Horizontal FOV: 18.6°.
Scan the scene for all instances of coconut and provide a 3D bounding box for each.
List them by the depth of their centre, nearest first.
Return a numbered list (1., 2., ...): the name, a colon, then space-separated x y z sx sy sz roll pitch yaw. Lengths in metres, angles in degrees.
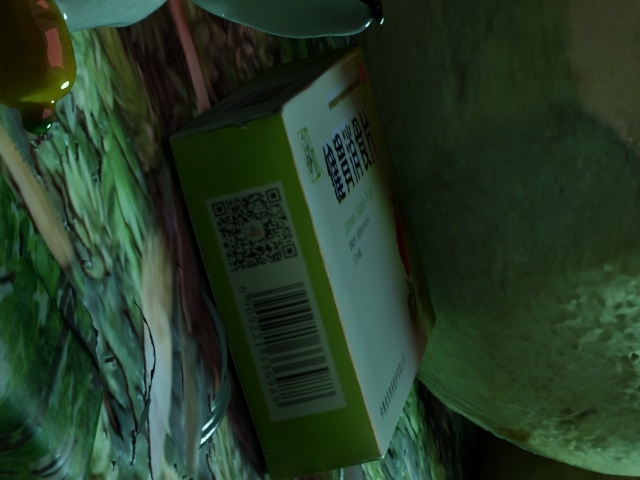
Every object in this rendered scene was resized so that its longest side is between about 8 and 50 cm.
1. coconut: 0.191 -0.063 1.295 0.415 0.344 0.415 -8 90 -79

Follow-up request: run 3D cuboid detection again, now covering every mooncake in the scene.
1. mooncake: -0.020 0.117 0.861 0.347 0.057 0.150 56 9 -74

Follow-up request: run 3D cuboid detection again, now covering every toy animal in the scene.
1. toy animal: -0.072 -0.116 0.719 0.182 0.127 0.131 50 20 -39

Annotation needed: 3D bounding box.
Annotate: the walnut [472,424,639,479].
1. walnut: 0.214 0.170 1.486 0.298 0.203 0.203 -81 154 -44

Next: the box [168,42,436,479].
1. box: 0.000 0.001 1.031 0.260 0.062 0.175 -51 126 -74

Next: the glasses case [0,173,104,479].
1. glasses case: -0.139 -0.036 0.382 0.062 0.095 0.272 -91 161 -44
